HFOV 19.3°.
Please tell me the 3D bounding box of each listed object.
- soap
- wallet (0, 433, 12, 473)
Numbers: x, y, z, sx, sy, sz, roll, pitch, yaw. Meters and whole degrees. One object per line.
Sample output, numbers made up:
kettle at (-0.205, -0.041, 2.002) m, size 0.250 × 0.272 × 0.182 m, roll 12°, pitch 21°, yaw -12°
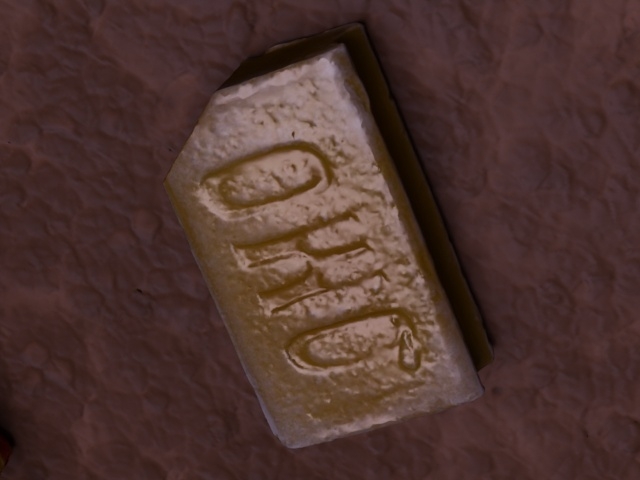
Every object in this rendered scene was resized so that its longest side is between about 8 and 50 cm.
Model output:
soap at (0.000, 0.000, 1.127) m, size 0.140 × 0.073 × 0.232 m, roll -17°, pitch 108°, yaw 17°
wallet at (-0.299, 0.091, 1.210) m, size 0.067 × 0.141 × 0.241 m, roll -32°, pitch 105°, yaw 26°
